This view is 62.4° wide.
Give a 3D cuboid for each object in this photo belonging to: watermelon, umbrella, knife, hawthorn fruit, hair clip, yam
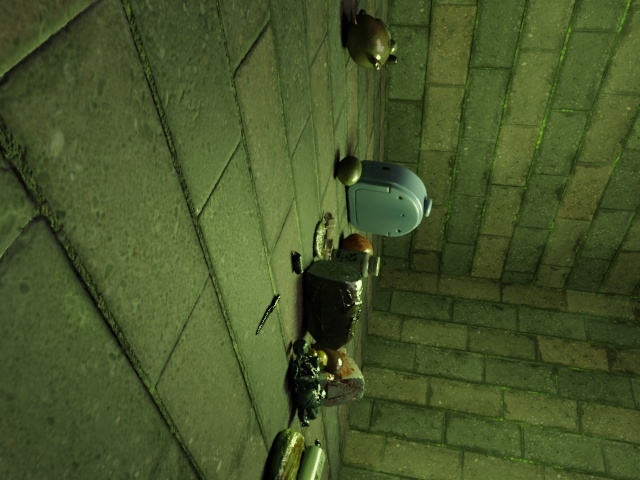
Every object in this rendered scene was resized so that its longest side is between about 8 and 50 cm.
[{"bbox_3d":[0.078,0.516,2.076,0.262,0.201,0.213,-73,164,-49],"label":"watermelon"},{"bbox_3d":[-0.044,0.460,1.729,0.143,0.094,0.349,-75,164,-54],"label":"umbrella"},{"bbox_3d":[-0.132,0.186,1.344,0.170,0.010,0.023,-62,156,-57],"label":"knife"},{"bbox_3d":[0.164,0.052,2.339,0.189,0.149,0.149,44,-38,49],"label":"hawthorn fruit"},{"bbox_3d":[0.027,0.001,1.934,0.072,0.034,0.226,-112,-157,-55],"label":"hair clip"},{"bbox_3d":[0.043,0.220,1.799,0.202,0.201,0.271,-52,153,-67],"label":"yam"}]

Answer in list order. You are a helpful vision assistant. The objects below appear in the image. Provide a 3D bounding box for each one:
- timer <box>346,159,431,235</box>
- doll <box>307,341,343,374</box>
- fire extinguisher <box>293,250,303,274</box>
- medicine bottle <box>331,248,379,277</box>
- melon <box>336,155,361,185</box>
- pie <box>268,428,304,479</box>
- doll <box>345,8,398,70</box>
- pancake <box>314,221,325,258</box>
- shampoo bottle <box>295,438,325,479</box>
[{"bbox_3d":[0.312,-0.186,2.384,0.395,0.395,0.173,82,23,-51],"label":"timer"},{"bbox_3d":[0.006,0.424,1.929,0.188,0.145,0.096,33,98,-39],"label":"doll"},{"bbox_3d":[-0.068,0.060,1.551,0.038,0.025,0.083,-125,-157,-44],"label":"fire extinguisher"},{"bbox_3d":[0.143,0.095,2.175,0.107,0.191,0.107,6,90,-78],"label":"medicine bottle"},{"bbox_3d":[0.111,-0.270,2.050,0.098,0.098,0.131,82,23,-50],"label":"melon"},{"bbox_3d":[-0.111,0.725,1.617,0.302,0.067,0.302,8,90,-77],"label":"pie"},{"bbox_3d":[0.179,-0.743,1.977,0.235,0.174,0.330,62,18,-11],"label":"doll"},{"bbox_3d":[-0.003,0.001,1.840,0.116,0.022,0.129,-46,136,-71],"label":"pancake"},{"bbox_3d":[-0.036,0.866,2.005,0.234,0.087,0.118,-66,158,-55],"label":"shampoo bottle"}]
